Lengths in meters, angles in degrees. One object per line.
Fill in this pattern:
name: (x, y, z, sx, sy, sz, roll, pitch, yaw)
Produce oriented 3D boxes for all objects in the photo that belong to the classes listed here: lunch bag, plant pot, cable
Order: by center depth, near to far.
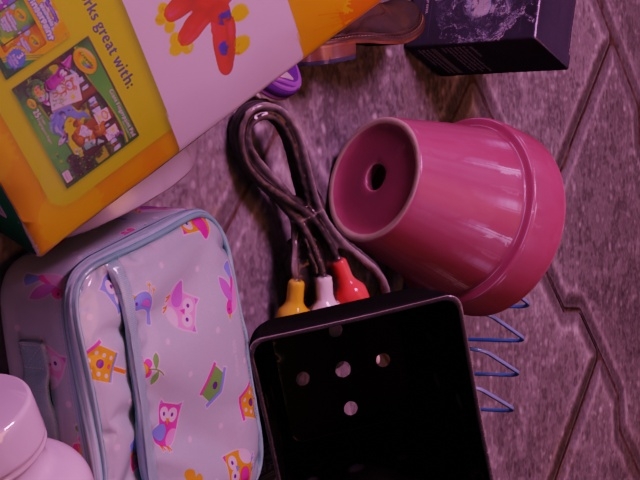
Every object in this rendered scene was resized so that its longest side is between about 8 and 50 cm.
lunch bag: (-0.151, 0.124, 1.544, 0.224, 0.107, 0.279, -30, 115, -55)
plant pot: (0.035, 0.139, 1.723, 0.167, 0.187, 0.188, -127, -155, -76)
cable: (0.000, 0.000, 1.799, 0.139, 0.072, 0.287, -19, 115, -21)
plant pot: (0.114, -0.038, 1.920, 0.180, 0.201, 0.201, 18, 75, -41)

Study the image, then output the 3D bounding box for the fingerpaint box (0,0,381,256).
fingerpaint box: (-0.179, -0.283, 1.310, 0.371, 0.163, 0.445, -39, 126, -19)

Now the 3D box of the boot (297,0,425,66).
boot: (0.036, -0.240, 1.875, 0.219, 0.082, 0.106, -26, 115, -54)

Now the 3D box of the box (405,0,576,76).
box: (0.188, -0.266, 2.051, 0.093, 0.158, 0.156, 31, 64, -55)

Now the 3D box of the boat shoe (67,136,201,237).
boat shoe: (-0.155, -0.119, 1.552, 0.119, 0.121, 0.335, 66, 27, -22)

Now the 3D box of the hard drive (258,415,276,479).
hard drive: (-0.060, 0.239, 1.776, 0.094, 0.022, 0.135, -20, 107, -57)

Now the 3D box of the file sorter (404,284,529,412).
file sorter: (0.157, 0.092, 2.055, 0.118, 0.104, 0.170, 34, 62, -55)

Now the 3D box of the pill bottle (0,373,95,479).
pill bottle: (-0.221, 0.238, 1.389, 0.152, 0.152, 0.272, -46, 129, -48)

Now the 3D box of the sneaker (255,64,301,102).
sneaker: (-0.052, -0.198, 1.741, 0.068, 0.071, 0.170, -59, 138, -40)
